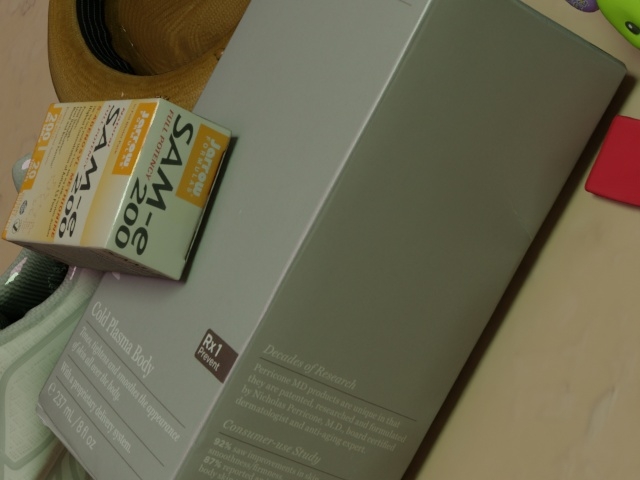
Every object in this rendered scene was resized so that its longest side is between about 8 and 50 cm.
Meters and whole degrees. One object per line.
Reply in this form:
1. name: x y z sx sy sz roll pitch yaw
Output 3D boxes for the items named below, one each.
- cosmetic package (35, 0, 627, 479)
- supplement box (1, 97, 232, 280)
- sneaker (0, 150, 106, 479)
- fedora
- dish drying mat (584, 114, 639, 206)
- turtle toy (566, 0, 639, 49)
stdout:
1. cosmetic package: 0.000 0.000 0.699 0.127 0.107 0.238 33 100 57
2. supplement box: -0.082 -0.021 0.704 0.098 0.036 0.062 3 72 56
3. sneaker: -0.132 0.092 0.798 0.110 0.118 0.292 19 87 51
4. fedora: -0.044 -0.117 0.837 0.194 0.079 0.194 -20 59 36
5. dish drying mat: 0.128 -0.024 0.633 0.083 0.008 0.032 20 86 54
6. turtle toy: 0.112 -0.113 0.629 0.130 0.066 0.095 -112 31 -45
